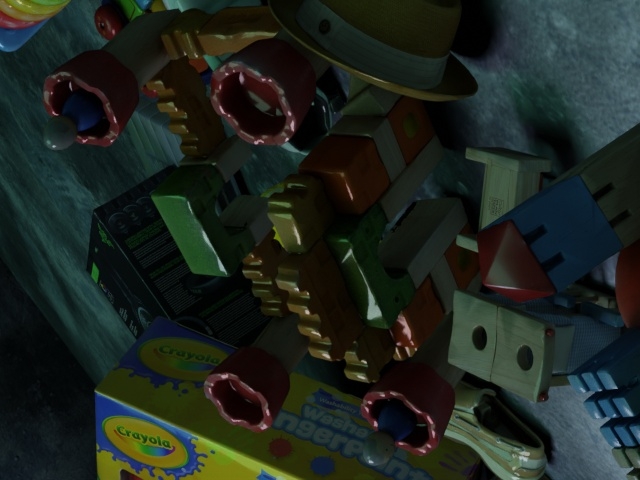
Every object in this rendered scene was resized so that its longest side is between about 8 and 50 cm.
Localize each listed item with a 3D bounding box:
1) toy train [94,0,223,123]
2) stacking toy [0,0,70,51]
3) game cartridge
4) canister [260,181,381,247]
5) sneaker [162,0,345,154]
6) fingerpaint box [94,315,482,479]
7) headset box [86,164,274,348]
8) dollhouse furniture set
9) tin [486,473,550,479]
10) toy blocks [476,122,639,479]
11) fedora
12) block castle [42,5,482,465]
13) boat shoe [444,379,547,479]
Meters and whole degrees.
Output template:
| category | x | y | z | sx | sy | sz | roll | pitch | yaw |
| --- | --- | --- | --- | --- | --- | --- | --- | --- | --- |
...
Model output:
| category | x | y | z | sx | sy | sz | roll | pitch | yaw |
| --- | --- | --- | --- | --- | --- | --- | --- | --- | --- |
| toy train | -0.146 | -0.221 | 1.637 | 0.248 | 0.105 | 0.143 | 54 | 148 | 11 |
| stacking toy | -0.357 | -0.363 | 1.874 | 0.302 | 0.166 | 0.175 | 3 | 140 | 54 |
| game cartridge | -0.155 | -0.035 | 2.000 | 0.230 | 0.068 | 0.355 | 37 | 153 | 54 |
| canister | 0.000 | 0.000 | 1.648 | 0.170 | 0.073 | 0.126 | 21 | 139 | 62 |
| sneaker | -0.066 | -0.199 | 1.458 | 0.256 | 0.094 | 0.151 | 58 | 168 | -30 |
| fingerpaint box | -0.054 | 0.345 | 1.790 | 0.444 | 0.163 | 0.371 | 21 | 132 | 16 |
| headset box | -0.198 | 0.064 | 1.974 | 0.283 | 0.131 | 0.246 | 54 | 160 | 9 |
| dollhouse furniture set | 0.199 | 0.024 | 1.175 | 0.129 | 0.129 | 0.184 | 22 | 111 | 58 |
| tin | 0.229 | 0.308 | 1.629 | 0.106 | 0.040 | 0.190 | 58 | 162 | 10 |
| toy blocks | 0.262 | 0.055 | 0.797 | 0.381 | 0.261 | 0.191 | 58 | 161 | -2 |
| fedora | 0.053 | -0.186 | 1.160 | 0.194 | 0.194 | 0.079 | 44 | 120 | 35 |
| block castle | -0.045 | 0.001 | 1.374 | 0.303 | 0.213 | 0.453 | 3 | 130 | 38 |
| boat shoe | 0.170 | 0.183 | 1.549 | 0.190 | 0.068 | 0.072 | 34 | 140 | 30 |
